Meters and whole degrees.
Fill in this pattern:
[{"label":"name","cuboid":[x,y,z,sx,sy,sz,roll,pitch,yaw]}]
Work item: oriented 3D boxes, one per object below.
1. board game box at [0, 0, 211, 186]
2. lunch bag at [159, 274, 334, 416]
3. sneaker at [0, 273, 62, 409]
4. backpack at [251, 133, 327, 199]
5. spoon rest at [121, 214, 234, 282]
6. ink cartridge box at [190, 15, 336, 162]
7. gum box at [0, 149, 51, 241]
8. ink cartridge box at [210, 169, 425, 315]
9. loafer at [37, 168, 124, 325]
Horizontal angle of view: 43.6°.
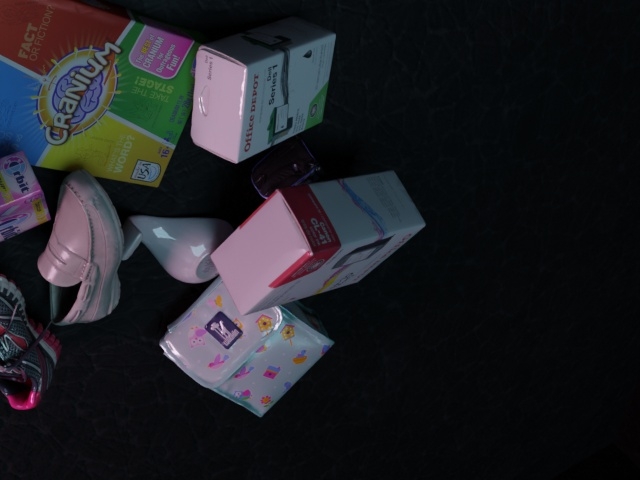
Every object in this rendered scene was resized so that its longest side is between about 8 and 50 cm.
[{"label":"board game box","cuboid":[-0.330,-0.212,1.108,0.316,0.064,0.242,8,118,-41]},{"label":"lunch bag","cuboid":[-0.142,0.179,1.511,0.223,0.160,0.262,-45,127,7]},{"label":"sneaker","cuboid":[-0.493,0.145,1.212,0.121,0.112,0.299,-12,138,14]},{"label":"backpack","cuboid":[-0.052,-0.109,1.379,0.114,0.105,0.084,-36,141,7]},{"label":"spoon rest","cuboid":[-0.245,0.006,1.360,0.137,0.084,0.276,-52,151,12]},{"label":"ink cartridge box","cuboid":[-0.084,-0.231,1.208,0.219,0.093,0.160,-35,144,-45]},{"label":"gum box","cuboid":[-0.437,-0.050,1.094,0.107,0.062,0.188,-25,176,-18]},{"label":"ink cartridge box","cuboid":[0.000,0.000,1.391,0.306,0.131,0.226,-12,157,-45]},{"label":"loafer","cuboid":[-0.366,0.026,1.206,0.111,0.112,0.319,-28,150,-32]}]
